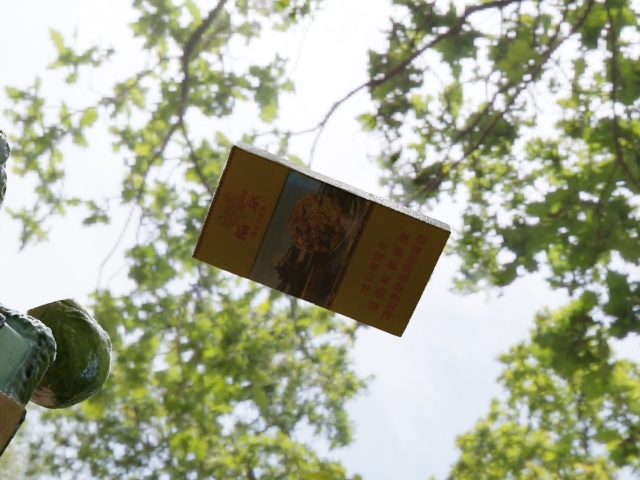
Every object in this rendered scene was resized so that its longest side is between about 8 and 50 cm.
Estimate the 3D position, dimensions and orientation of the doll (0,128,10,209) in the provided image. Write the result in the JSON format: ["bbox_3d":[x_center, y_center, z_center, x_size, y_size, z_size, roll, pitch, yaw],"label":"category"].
[{"bbox_3d":[-0.396,-0.074,1.029,0.188,0.096,0.145,-86,168,-68],"label":"doll"}]

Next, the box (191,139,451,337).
[{"bbox_3d":[0.000,0.000,0.631,0.023,0.155,0.087,-76,-172,-67],"label":"box"}]

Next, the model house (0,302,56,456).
[{"bbox_3d":[-0.464,0.145,1.103,0.184,0.253,0.291,25,-24,12],"label":"model house"}]

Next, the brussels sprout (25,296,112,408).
[{"bbox_3d":[-0.438,0.191,1.568,0.180,0.161,0.144,64,-2,-4],"label":"brussels sprout"}]
